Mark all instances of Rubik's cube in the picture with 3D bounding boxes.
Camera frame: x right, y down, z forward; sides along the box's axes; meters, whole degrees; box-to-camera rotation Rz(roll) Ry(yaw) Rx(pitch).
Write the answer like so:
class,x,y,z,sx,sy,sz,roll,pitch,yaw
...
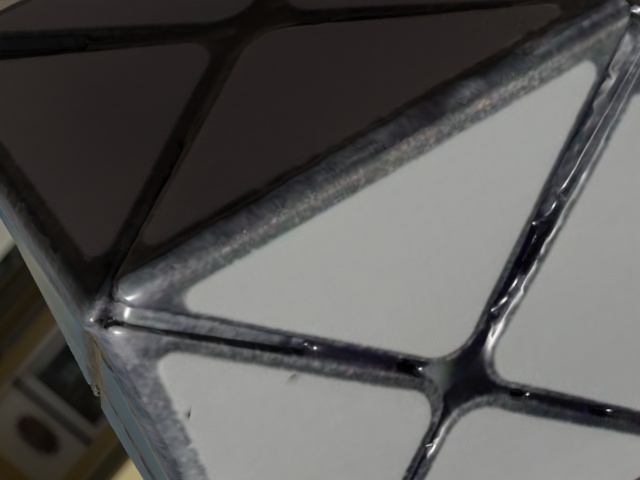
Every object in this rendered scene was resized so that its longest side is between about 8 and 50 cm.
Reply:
class,x,y,z,sx,sy,sz,roll,pitch,yaw
Rubik's cube,0.000,0.000,0.737,0.259,0.255,0.260,43,158,51
